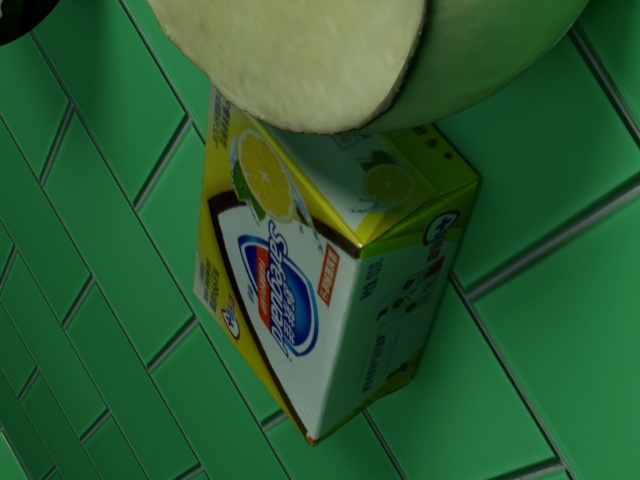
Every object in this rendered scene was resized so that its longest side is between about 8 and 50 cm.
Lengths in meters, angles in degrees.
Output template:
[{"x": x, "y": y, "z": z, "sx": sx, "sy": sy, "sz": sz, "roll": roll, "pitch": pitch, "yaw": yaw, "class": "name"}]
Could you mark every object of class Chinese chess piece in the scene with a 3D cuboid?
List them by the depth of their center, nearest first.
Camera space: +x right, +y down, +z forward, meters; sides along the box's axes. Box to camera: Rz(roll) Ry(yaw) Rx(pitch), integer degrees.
[{"x": -0.004, "y": -0.214, "z": 0.696, "sx": 0.338, "sy": 0.140, "sz": 0.338, "roll": 42, "pitch": 149, "yaw": 32, "class": "Chinese chess piece"}]

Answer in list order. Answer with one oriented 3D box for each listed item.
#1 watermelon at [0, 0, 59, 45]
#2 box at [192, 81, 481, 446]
[{"x": -0.266, "y": -0.268, "z": 1.180, "sx": 0.204, "sy": 0.127, "sz": 0.232, "roll": 30, "pitch": 139, "yaw": 49, "class": "watermelon"}, {"x": 0.000, "y": 0.000, "z": 0.977, "sx": 0.168, "sy": 0.097, "sz": 0.265, "roll": 51, "pitch": 154, "yaw": 23, "class": "box"}]
